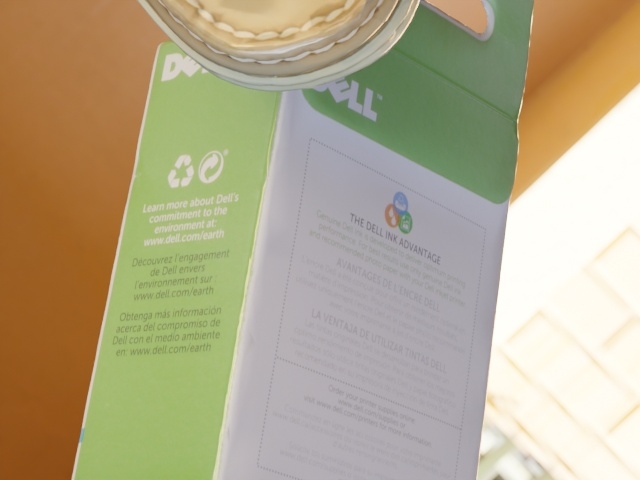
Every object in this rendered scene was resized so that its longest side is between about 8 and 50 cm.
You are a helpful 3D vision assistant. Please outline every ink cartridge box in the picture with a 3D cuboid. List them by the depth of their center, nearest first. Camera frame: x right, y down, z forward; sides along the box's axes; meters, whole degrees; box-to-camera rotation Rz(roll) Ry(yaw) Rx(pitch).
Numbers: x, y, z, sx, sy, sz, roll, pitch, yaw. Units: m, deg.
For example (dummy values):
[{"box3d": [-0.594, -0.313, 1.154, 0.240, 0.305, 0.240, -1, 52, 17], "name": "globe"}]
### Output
[{"box3d": [0.000, 0.000, 0.594, 0.062, 0.209, 0.109, -6, 159, 42], "name": "ink cartridge box"}]

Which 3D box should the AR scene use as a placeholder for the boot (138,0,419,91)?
[{"box3d": [-0.041, -0.163, 0.409, 0.203, 0.095, 0.262, -2, -103, -89], "name": "boot"}]
